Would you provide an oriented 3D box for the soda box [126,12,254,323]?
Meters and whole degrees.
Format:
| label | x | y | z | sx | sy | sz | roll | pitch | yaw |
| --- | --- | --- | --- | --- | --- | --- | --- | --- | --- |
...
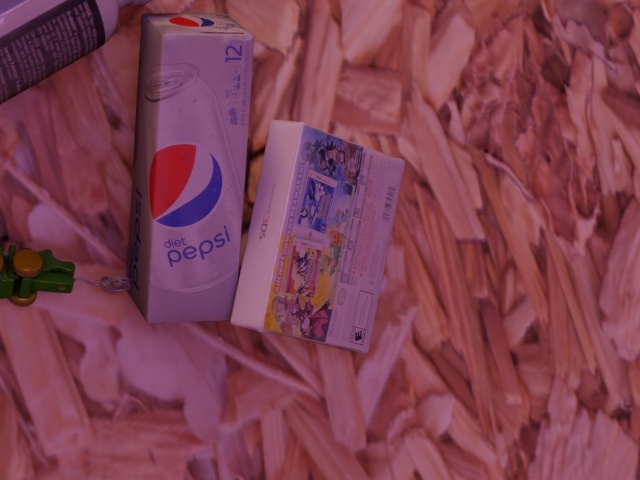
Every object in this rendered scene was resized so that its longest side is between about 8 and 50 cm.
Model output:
| label | x | y | z | sx | sy | sz | roll | pitch | yaw |
| --- | --- | --- | --- | --- | --- | --- | --- | --- | --- |
| soda box | -0.126 | -0.069 | 1.878 | 0.091 | 0.098 | 0.286 | -1 | 109 | -19 |

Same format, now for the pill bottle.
| label | x | y | z | sx | sy | sz | roll | pitch | yaw |
| --- | --- | --- | --- | --- | --- | --- | --- | --- | --- |
| pill bottle | -0.289 | -0.224 | 1.831 | 0.278 | 0.162 | 0.162 | -32 | 100 | -17 |

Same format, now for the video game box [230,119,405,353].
| label | x | y | z | sx | sy | sz | roll | pitch | yaw |
| --- | --- | --- | --- | --- | --- | --- | --- | --- | --- |
| video game box | 0.000 | 0.000 | 1.940 | 0.187 | 0.048 | 0.205 | 18 | 82 | -56 |

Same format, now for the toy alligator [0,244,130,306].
| label | x | y | z | sx | sy | sz | roll | pitch | yaw |
| --- | --- | --- | --- | --- | --- | --- | --- | --- | --- |
| toy alligator | -0.279 | 0.027 | 1.895 | 0.190 | 0.056 | 0.051 | -1 | 50 | -19 |
